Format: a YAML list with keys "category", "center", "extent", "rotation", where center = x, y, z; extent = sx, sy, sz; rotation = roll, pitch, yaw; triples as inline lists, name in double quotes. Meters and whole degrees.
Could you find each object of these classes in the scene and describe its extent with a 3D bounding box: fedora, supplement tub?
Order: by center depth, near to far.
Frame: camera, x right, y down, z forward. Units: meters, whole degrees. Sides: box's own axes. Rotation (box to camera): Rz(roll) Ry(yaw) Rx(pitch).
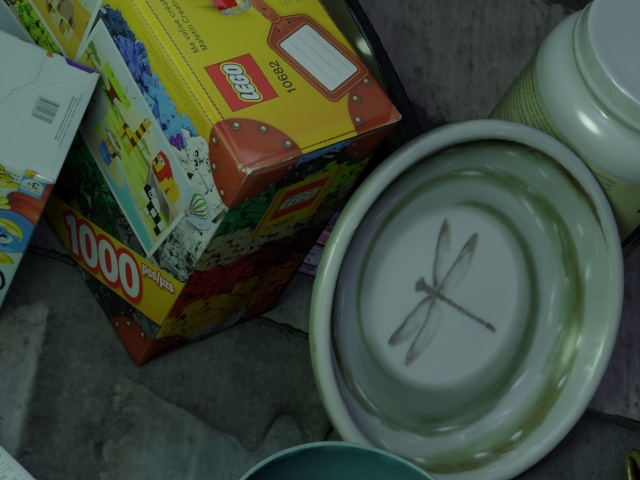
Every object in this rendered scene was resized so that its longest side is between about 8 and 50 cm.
- category: "fedora"
  center: [-0.016, -0.188, 2.023]
  extent: [0.152, 0.334, 0.334]
  rotation: [-29, 70, -4]
- category: "supplement tub"
  center: [0.318, -0.118, 2.048]
  extent: [0.235, 0.325, 0.235]
  rotation: [12, 54, -17]

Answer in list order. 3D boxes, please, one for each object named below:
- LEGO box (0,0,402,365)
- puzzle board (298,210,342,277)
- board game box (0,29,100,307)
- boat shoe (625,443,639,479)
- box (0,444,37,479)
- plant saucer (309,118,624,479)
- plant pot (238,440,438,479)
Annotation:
- category: "LEGO box"
  center: [-0.184, -0.187, 1.836]
  extent: [0.193, 0.372, 0.500]
  rotation: [-21, 68, -34]
- category: "puzzle board"
  center: [0.000, 0.000, 2.025]
  extent: [0.128, 0.011, 0.096]
  rotation: [17, 52, -13]
- category: "board game box"
  center: [-0.333, -0.061, 1.742]
  extent: [0.142, 0.275, 0.144]
  rotation: [23, 52, -9]
- category: "boat shoe"
  center: [0.417, 0.351, 1.924]
  extent: [0.104, 0.111, 0.307]
  rotation: [-4, 50, -23]
- category: "box"
  center: [-0.374, 0.286, 1.583]
  extent: [0.231, 0.127, 0.262]
  rotation: [43, 51, 7]
- category: "plant saucer"
  center: [0.142, 0.066, 1.905]
  extent: [0.400, 0.100, 0.401]
  rotation: [-7, 103, -30]
- category: "plant pot"
  center: [0.002, 0.360, 1.660]
  extent: [0.290, 0.195, 0.290]
  rotation: [12, 53, -17]
